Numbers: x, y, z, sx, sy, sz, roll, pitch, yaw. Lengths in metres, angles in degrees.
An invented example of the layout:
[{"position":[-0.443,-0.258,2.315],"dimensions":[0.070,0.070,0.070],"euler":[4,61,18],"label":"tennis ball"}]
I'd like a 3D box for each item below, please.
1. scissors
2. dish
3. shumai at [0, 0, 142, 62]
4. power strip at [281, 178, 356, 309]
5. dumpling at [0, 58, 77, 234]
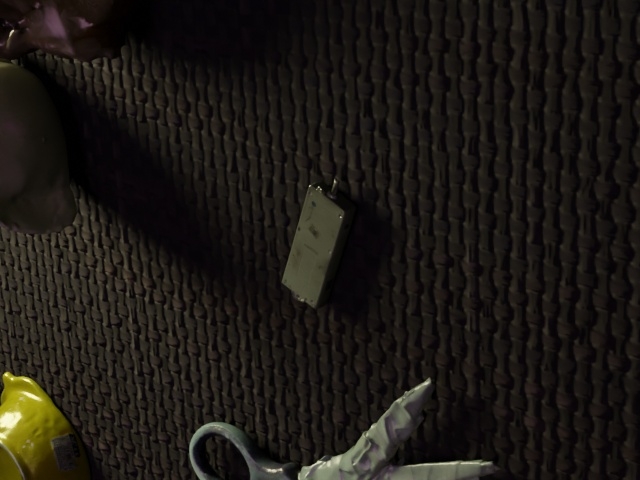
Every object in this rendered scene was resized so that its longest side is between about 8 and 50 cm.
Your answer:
[{"position":[0.025,0.243,1.327],"dimensions":[0.383,0.029,0.256],"euler":[-36,82,45],"label":"scissors"},{"position":[-0.359,0.263,1.668],"dimensions":[0.149,0.080,0.208],"euler":[-38,81,45],"label":"dish"},{"position":[-0.261,-0.246,1.312],"dimensions":[0.175,0.166,0.206],"euler":[33,152,19],"label":"shumai"},{"position":[0.000,0.000,1.255],"dimensions":[0.051,0.019,0.136],"euler":[38,129,29],"label":"power strip"},{"position":[-0.361,-0.106,1.440],"dimensions":[0.131,0.179,0.252],"euler":[-33,82,41],"label":"dumpling"}]
